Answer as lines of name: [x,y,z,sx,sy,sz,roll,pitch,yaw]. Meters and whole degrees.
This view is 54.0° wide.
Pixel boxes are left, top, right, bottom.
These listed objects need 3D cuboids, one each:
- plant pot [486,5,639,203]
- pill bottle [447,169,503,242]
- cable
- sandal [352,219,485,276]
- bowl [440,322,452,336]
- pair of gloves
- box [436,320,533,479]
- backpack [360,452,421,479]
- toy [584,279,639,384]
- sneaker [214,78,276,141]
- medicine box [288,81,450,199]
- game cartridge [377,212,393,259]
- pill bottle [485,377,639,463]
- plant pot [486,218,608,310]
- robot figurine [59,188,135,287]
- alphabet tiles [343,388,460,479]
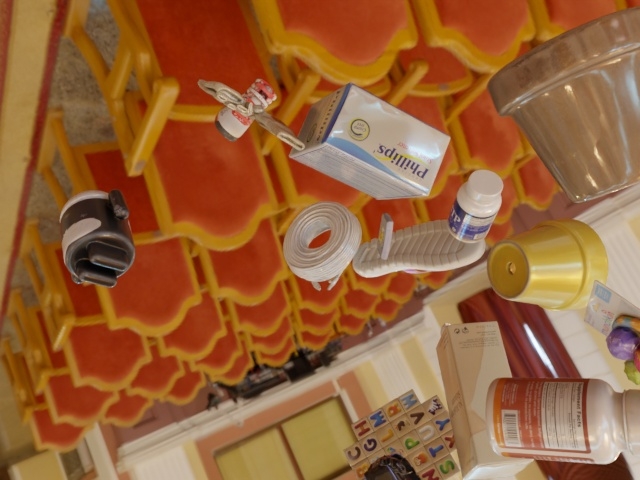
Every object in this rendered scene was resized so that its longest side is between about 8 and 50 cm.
plant pot: [0.415,-0.186,0.948,0.263,0.229,0.263,-20,175,-2]
pill bottle: [0.393,-0.088,1.586,0.112,0.112,0.186,-22,150,-18]
cable: [0.000,0.000,1.919,0.257,0.257,0.089,-52,137,-6]
sandal: [0.289,0.037,1.829,0.416,0.169,0.102,-6,143,36]
bowl: [0.445,0.331,1.989,0.142,0.142,0.053,24,112,-42]
pair of gloves: [-0.153,-0.288,1.392,0.240,0.204,0.042,28,98,-26]
box: [0.352,0.350,1.383,0.121,0.311,0.148,-3,146,-4]
backpack: [0.114,0.395,0.997,0.084,0.105,0.114,-37,163,14]
toy: [0.447,0.168,0.839,0.056,0.237,0.137,-42,147,-14]
sneaker: [-0.211,-0.389,1.822,0.145,0.090,0.270,-39,-165,24]
medicine box: [0.104,-0.215,1.453,0.263,0.149,0.289,24,174,-18]
game cartridge: [0.129,-0.007,1.260,0.017,0.083,0.056,2,-157,-11]
pill bottle: [0.365,0.264,0.928,0.216,0.121,0.121,-7,178,31]
plant pot: [0.596,0.071,1.704,0.239,0.254,0.254,-3,157,-28]
robot figurine: [-0.563,-0.006,1.594,0.209,0.278,0.173,-23,135,-8]
alphabet tiles: [0.250,0.626,1.902,0.343,0.285,0.011,-32,145,3]
